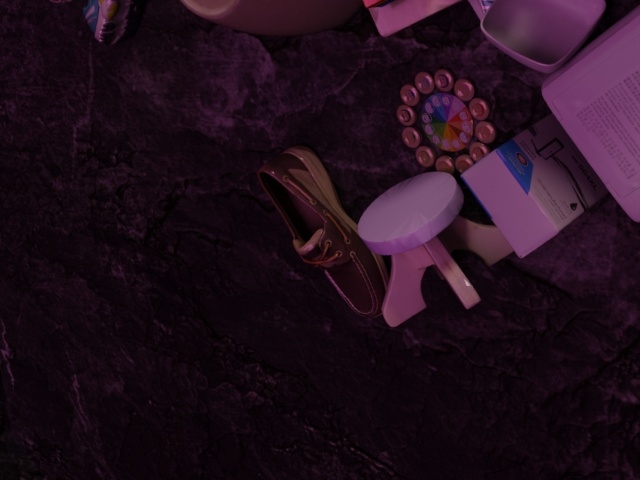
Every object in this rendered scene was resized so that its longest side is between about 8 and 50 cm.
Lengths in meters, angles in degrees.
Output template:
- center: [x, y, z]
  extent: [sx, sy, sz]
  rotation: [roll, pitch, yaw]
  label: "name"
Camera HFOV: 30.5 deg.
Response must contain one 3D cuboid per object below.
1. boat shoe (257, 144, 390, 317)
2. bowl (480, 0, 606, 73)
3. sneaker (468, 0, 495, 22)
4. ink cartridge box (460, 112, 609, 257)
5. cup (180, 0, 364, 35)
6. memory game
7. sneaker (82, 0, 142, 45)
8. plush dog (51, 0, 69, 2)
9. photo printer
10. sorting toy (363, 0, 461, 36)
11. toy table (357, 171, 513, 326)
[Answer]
- center: [0.000, 0.000, 2.075]
  extent: [0.123, 0.123, 0.342]
  rotation: [-25, 96, 46]
  label: "boat shoe"
- center: [0.311, -0.302, 1.641]
  extent: [0.142, 0.142, 0.053]
  rotation: [37, 168, 26]
  label: "bowl"
- center: [0.262, -0.352, 1.697]
  extent: [0.161, 0.057, 0.075]
  rotation: [55, 141, 6]
  label: "sneaker"
- center: [0.318, -0.087, 1.694]
  extent: [0.148, 0.203, 0.086]
  rotation: [53, 134, 4]
  label: "ink cartridge box"
- center: [-0.105, -0.456, 1.832]
  extent: [0.331, 0.237, 0.331]
  rotation: [20, 125, 31]
  label: "cup"
- center: [0.199, -0.186, 1.877]
  extent: [0.186, 0.012, 0.186]
  rotation: [20, 125, 32]
  label: "memory game"
- center: [-0.381, -0.482, 2.158]
  extent: [0.110, 0.107, 0.275]
  rotation: [53, 136, 18]
  label: "sneaker"
- center: [-0.520, -0.601, 2.184]
  extent: [0.262, 0.210, 0.225]
  rotation: [24, 117, -6]
  label: "plush dog"
- center: [0.478, -0.196, 1.561]
  extent: [0.256, 0.107, 0.307]
  rotation: [54, 135, 4]
  label: "photo printer"
- center: [0.137, -0.455, 1.653]
  extent: [0.255, 0.089, 0.257]
  rotation: [-23, 92, 25]
  label: "sorting toy"
- center: [0.177, 0.006, 1.864]
  extent: [0.252, 0.274, 0.161]
  rotation: [-30, 105, 13]
  label: "toy table"
